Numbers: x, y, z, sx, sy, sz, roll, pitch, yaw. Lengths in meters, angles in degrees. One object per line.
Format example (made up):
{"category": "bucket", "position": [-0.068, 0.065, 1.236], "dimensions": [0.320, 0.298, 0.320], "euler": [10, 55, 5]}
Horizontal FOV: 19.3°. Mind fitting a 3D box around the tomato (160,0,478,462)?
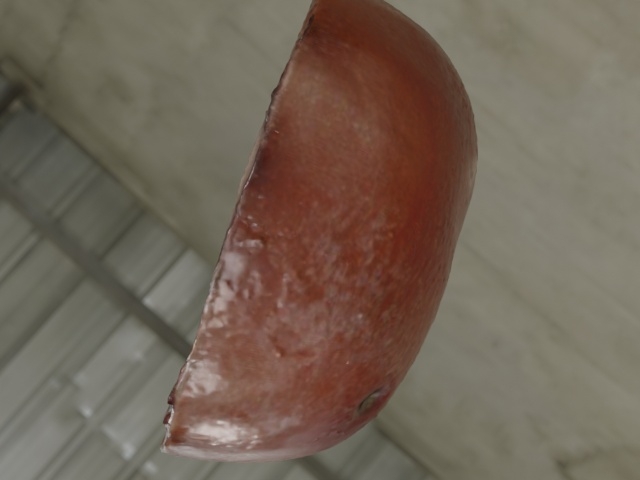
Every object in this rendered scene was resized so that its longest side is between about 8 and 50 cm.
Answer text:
{"category": "tomato", "position": [0.011, 0.004, 1.211], "dimensions": [0.144, 0.338, 0.338], "euler": [21, 164, -2]}
